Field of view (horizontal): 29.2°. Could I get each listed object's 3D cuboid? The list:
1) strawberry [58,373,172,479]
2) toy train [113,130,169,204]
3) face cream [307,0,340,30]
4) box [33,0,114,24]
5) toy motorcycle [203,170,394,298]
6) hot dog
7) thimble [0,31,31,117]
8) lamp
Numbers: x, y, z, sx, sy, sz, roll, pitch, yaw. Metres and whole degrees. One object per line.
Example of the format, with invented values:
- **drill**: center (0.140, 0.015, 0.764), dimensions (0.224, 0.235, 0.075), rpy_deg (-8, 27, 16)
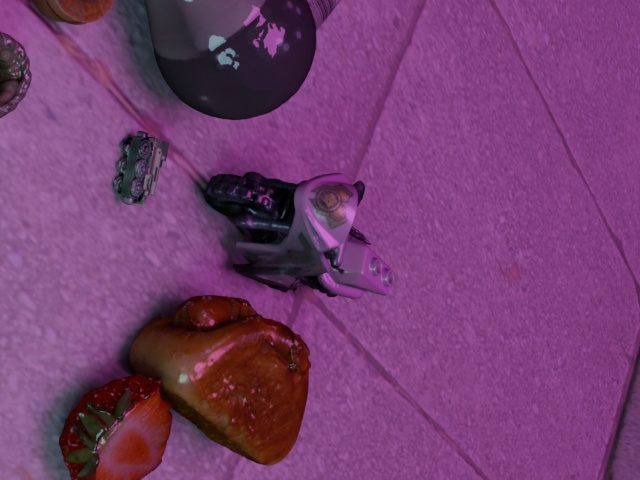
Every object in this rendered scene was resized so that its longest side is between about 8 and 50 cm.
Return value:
- **strawberry**: center (-0.220, 0.213, 1.346), dimensions (0.146, 0.082, 0.187), rpy_deg (-50, 154, -9)
- **toy train**: center (-0.199, -0.079, 1.366), dimensions (0.053, 0.033, 0.083), rpy_deg (18, 81, -60)
- **face cream**: center (-0.032, -0.280, 1.571), dimensions (0.244, 0.058, 0.092), rpy_deg (-54, 144, -28)
- **box**: center (-0.251, -0.272, 1.247), dimensions (0.105, 0.037, 0.106), rpy_deg (-14, 107, -55)
- **toy motorcycle**: center (0.000, 0.000, 1.542), dimensions (0.327, 0.188, 0.143), rpy_deg (41, 55, -52)
- **hot dog**: center (-0.104, 0.151, 1.457), dimensions (0.153, 0.150, 0.257), rpy_deg (-59, 141, -18)
- **thimble**: center (-0.325, -0.151, 1.133), dimensions (0.110, 0.062, 0.084), rpy_deg (-37, 126, -48)
- **lamp**: center (-0.110, -0.263, 1.308), dimensions (0.182, 0.181, 0.314), rpy_deg (-63, 153, -28)
